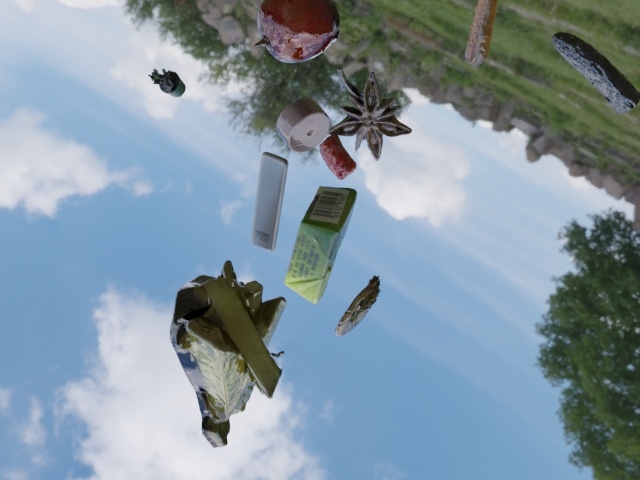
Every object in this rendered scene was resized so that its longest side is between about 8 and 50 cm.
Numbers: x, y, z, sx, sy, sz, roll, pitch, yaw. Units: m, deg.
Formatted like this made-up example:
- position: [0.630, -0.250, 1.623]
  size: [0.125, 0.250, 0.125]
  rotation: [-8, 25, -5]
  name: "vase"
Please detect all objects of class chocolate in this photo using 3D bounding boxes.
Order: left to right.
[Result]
- position: [0.000, 0.000, 1.778]
  size: [0.136, 0.289, 0.301]
  rotation: [19, -147, 4]
  name: "chocolate"

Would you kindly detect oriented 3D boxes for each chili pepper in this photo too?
- position: [0.049, -0.228, 1.516]
  size: [0.073, 0.070, 0.123]
  rotation: [-30, -106, -10]
  name: "chili pepper"

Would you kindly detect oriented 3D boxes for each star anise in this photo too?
- position: [0.174, -0.464, 2.030]
  size: [0.349, 0.293, 0.109]
  rotation: [24, -158, -10]
  name: "star anise"

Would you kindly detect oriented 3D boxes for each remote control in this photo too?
- position: [-0.120, -0.087, 1.295]
  size: [0.067, 0.261, 0.029]
  rotation: [22, -142, 13]
  name: "remote control"

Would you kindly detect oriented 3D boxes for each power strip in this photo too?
- position: [-0.052, -0.339, 1.631]
  size: [0.154, 0.154, 0.078]
  rotation: [-6, -130, -47]
  name: "power strip"

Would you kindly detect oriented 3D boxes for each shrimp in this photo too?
- position: [0.112, 0.177, 1.579]
  size: [0.053, 0.133, 0.236]
  rotation: [26, -124, 28]
  name: "shrimp"

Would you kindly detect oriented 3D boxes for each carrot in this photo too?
- position: [0.307, -0.423, 1.022]
  size: [0.047, 0.191, 0.047]
  rotation: [3, -144, -2]
  name: "carrot"

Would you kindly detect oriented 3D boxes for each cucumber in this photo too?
- position: [0.774, -0.482, 1.548]
  size: [0.303, 0.081, 0.072]
  rotation: [41, -113, -8]
  name: "cucumber"

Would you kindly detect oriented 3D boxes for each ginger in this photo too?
- position: [-0.152, 0.229, 1.178]
  size: [0.211, 0.359, 0.413]
  rotation: [-8, -168, 9]
  name: "ginger"

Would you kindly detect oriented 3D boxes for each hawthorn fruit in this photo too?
- position: [-0.072, -0.577, 1.487]
  size: [0.215, 0.249, 0.215]
  rotation: [50, 172, 10]
  name: "hawthorn fruit"

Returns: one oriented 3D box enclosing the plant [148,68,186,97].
- position: [-0.331, -0.346, 1.186]
  size: [0.051, 0.051, 0.102]
  rotation: [32, -178, 15]
  name: "plant"
